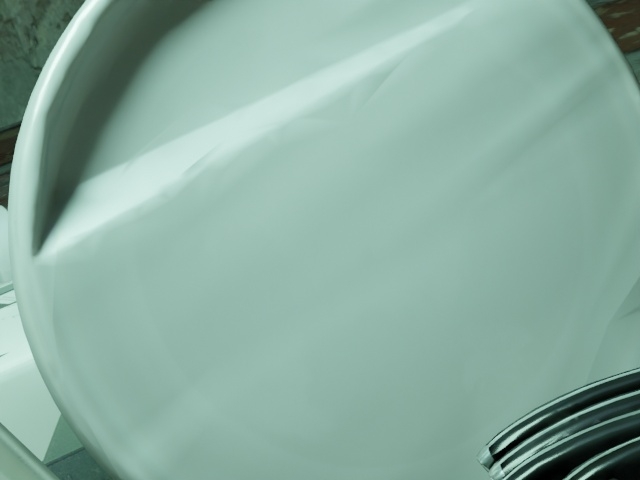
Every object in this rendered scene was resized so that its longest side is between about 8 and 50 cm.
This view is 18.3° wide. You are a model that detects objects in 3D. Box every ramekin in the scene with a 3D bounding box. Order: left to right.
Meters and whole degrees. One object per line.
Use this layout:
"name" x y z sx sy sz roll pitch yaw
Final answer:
"ramekin" 0.000 0.000 0.819 0.272 0.273 0.127 -23 1 -17

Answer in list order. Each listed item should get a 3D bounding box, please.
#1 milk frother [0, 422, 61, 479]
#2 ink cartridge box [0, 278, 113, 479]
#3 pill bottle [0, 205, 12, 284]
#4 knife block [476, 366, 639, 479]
"milk frother" -0.129 0.143 0.666 0.129 0.135 0.143 -48 -1 21
"ink cartridge box" -0.119 0.082 0.954 0.272 0.115 0.198 -24 13 -18
"pill bottle" -0.288 0.049 1.357 0.186 0.112 0.112 -23 13 -17
"knife block" 0.201 0.051 0.672 0.242 0.088 0.275 -7 18 42
